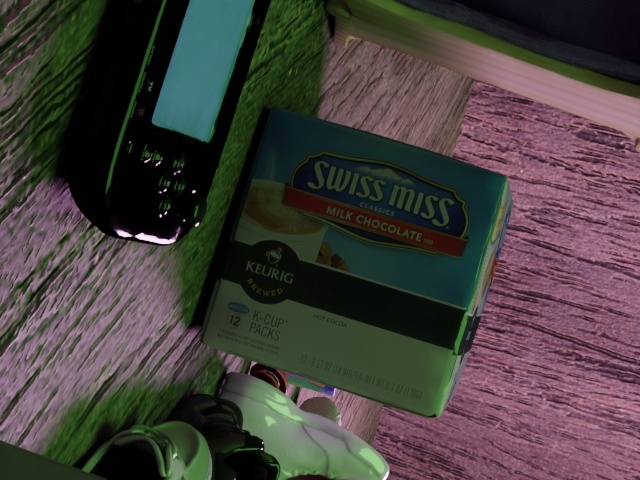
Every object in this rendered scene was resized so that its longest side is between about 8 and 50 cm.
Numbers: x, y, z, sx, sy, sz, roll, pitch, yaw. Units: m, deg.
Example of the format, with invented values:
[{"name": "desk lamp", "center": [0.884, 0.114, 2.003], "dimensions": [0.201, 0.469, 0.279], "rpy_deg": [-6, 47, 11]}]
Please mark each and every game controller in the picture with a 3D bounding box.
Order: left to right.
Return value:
[{"name": "game controller", "center": [-0.071, -0.152, 1.023], "dimensions": [0.166, 0.067, 0.319], "rpy_deg": [10, 98, -82]}]

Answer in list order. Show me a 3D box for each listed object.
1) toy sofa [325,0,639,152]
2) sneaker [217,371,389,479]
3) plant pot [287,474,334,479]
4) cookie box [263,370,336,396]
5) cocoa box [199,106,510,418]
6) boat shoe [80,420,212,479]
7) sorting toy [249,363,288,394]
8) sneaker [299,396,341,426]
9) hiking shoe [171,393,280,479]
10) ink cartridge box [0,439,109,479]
[{"name": "toy sofa", "center": [0.197, -0.225, 1.609], "dimensions": [0.177, 0.363, 0.150], "rpy_deg": [93, 17, -79]}, {"name": "sneaker", "center": [-0.028, 0.223, 1.729], "dimensions": [0.080, 0.212, 0.094], "rpy_deg": [-11, -128, 63]}, {"name": "plant pot", "center": [-0.044, 0.323, 1.831], "dimensions": [0.201, 0.180, 0.201], "rpy_deg": [18, 90, -82]}, {"name": "cookie box", "center": [-0.017, 0.122, 1.887], "dimensions": [0.107, 0.092, 0.040], "rpy_deg": [97, 10, -50]}, {"name": "cocoa box", "center": [0.049, 0.023, 1.611], "dimensions": [0.347, 0.231, 0.228], "rpy_deg": [19, 88, -82]}, {"name": "boat shoe", "center": [-0.135, 0.181, 1.264], "dimensions": [0.226, 0.083, 0.075], "rpy_deg": [-52, 159, -65]}, {"name": "sorting toy", "center": [-0.061, 0.184, 1.845], "dimensions": [0.042, 0.061, 0.102], "rpy_deg": [-43, 125, -45]}, {"name": "sneaker", "center": [-0.029, 0.312, 2.244], "dimensions": [0.237, 0.085, 0.086], "rpy_deg": [-60, 161, -49]}, {"name": "hiking shoe", "center": [-0.091, 0.203, 1.493], "dimensions": [0.227, 0.114, 0.086], "rpy_deg": [-38, 146, -75]}, {"name": "ink cartridge box", "center": [-0.174, 0.226, 0.947], "dimensions": [0.128, 0.127, 0.176], "rpy_deg": [-25, 133, -79]}]
